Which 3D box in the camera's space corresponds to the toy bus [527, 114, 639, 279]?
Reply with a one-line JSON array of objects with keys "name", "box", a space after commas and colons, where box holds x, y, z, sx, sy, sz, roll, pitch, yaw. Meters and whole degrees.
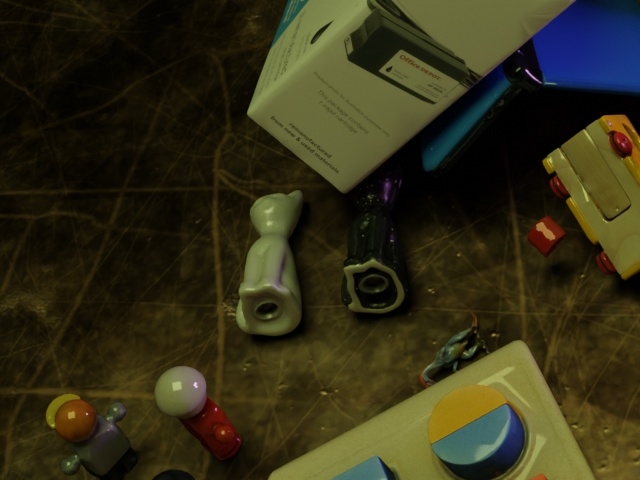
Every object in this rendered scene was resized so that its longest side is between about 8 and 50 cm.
[{"name": "toy bus", "box": [0.340, -0.040, 1.820, 0.191, 0.104, 0.202, 16, 104, 31]}]

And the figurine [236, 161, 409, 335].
[{"name": "figurine", "box": [0.000, 0.000, 1.975, 0.215, 0.092, 0.209, -13, 42, 16]}]

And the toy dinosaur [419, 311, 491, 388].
[{"name": "toy dinosaur", "box": [0.146, 0.131, 1.839, 0.082, 0.047, 0.090, -30, 14, 13]}]

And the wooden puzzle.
[{"name": "wooden puzzle", "box": [0.118, 0.285, 1.677, 0.322, 0.080, 0.347, -30, 47, 8]}]

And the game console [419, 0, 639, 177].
[{"name": "game console", "box": [0.254, -0.188, 1.973, 0.250, 0.173, 0.293, -49, 19, 24]}]

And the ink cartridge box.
[{"name": "ink cartridge box", "box": [0.120, -0.286, 1.923, 0.395, 0.166, 0.285, -39, 22, 34]}]

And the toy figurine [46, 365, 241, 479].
[{"name": "toy figurine", "box": [-0.199, 0.256, 1.817, 0.210, 0.148, 0.213, -11, 51, 17]}]
